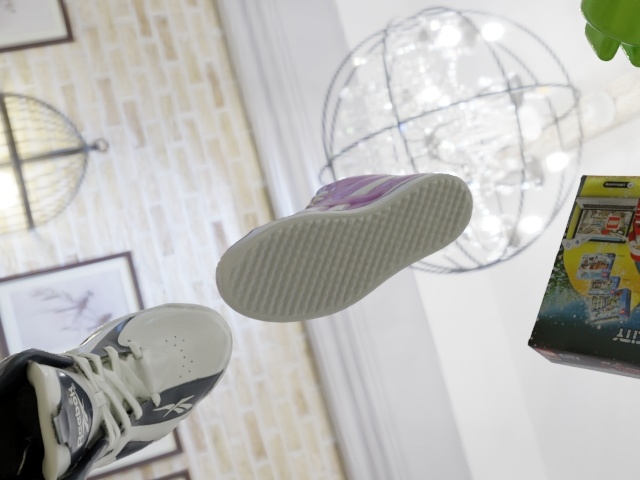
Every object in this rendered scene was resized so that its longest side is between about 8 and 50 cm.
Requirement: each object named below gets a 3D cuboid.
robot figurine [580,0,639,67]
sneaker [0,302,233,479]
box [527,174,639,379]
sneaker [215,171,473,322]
[{"bbox_3d":[0.208,-0.169,0.604,0.067,0.101,0.115,-94,-164,-49],"label":"robot figurine"},{"bbox_3d":[-0.142,0.102,0.596,0.153,0.235,0.094,-19,-91,64],"label":"sneaker"},{"bbox_3d":[0.287,0.031,0.722,0.233,0.044,0.159,6,-111,47],"label":"box"},{"bbox_3d":[0.000,0.001,0.967,0.161,0.282,0.102,14,-62,57],"label":"sneaker"}]
